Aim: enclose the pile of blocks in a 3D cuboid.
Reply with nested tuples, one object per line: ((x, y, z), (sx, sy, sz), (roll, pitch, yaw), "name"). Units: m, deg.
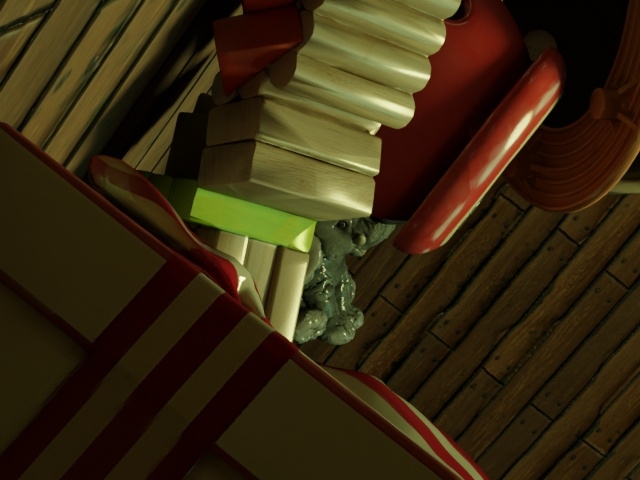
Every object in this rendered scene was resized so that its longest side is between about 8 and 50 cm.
((-0.033, -0.080, 0.947), (0.113, 0.149, 0.362), (16, 109, -41), "pile of blocks")

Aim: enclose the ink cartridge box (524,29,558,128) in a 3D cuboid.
((0.171, -0.167, 1.922), (0.309, 0.130, 0.271), (114, -10, -84), "ink cartridge box")

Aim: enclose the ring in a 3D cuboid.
((0.161, -0.187, 1.308), (0.336, 0.032, 0.336), (-179, -90, -71), "ring")

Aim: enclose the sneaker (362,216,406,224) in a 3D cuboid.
((0.039, -0.073, 1.749), (0.102, 0.146, 0.293), (-52, 178, 10), "sneaker")

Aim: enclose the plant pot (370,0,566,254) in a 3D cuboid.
((0.054, -0.100, 1.231), (0.191, 0.174, 0.191), (-51, 176, -5), "plant pot")

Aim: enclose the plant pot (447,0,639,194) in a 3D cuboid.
((0.222, -0.190, 1.627), (0.323, 0.323, 0.280), (-51, -175, -8), "plant pot")

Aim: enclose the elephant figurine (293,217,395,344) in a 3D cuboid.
((0.000, 0.000, 2.403), (0.169, 0.186, 0.239), (-121, -145, -56), "elephant figurine")

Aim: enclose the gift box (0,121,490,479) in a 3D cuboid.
((-0.097, 0.124, 0.752), (0.258, 0.255, 0.276), (-49, 172, -13), "gift box")
